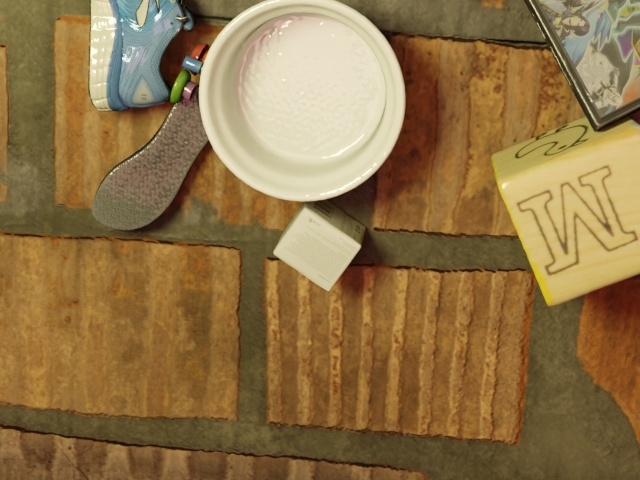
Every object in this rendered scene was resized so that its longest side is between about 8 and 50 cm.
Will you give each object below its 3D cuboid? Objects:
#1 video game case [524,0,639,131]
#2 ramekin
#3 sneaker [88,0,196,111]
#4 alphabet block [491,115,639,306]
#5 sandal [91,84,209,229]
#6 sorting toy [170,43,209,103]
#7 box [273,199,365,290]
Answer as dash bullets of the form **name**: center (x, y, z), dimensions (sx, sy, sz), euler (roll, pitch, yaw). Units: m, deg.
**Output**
- **video game case**: center (0.422, -0.312, 1.519), dimensions (0.274, 0.035, 0.248), euler (-27, 84, 2)
- **ramekin**: center (-0.019, -0.204, 1.615), dimensions (0.277, 0.135, 0.277), euler (2, 107, 5)
- **sneaker**: center (-0.245, -0.342, 1.618), dimensions (0.147, 0.130, 0.330), euler (1, 110, -9)
- **alphabet block**: center (0.361, -0.051, 1.595), dimensions (0.197, 0.192, 0.194), euler (-22, 101, 10)
- **sandal**: center (-0.231, -0.115, 1.712), dimensions (0.097, 0.054, 0.254), euler (42, 96, -14)
- **sorting toy**: center (-0.171, -0.232, 1.640), dimensions (0.042, 0.061, 0.102), euler (24, 70, 4)
- **box**: center (0.000, 0.000, 1.690), dimensions (0.102, 0.101, 0.087), euler (35, 107, -5)
